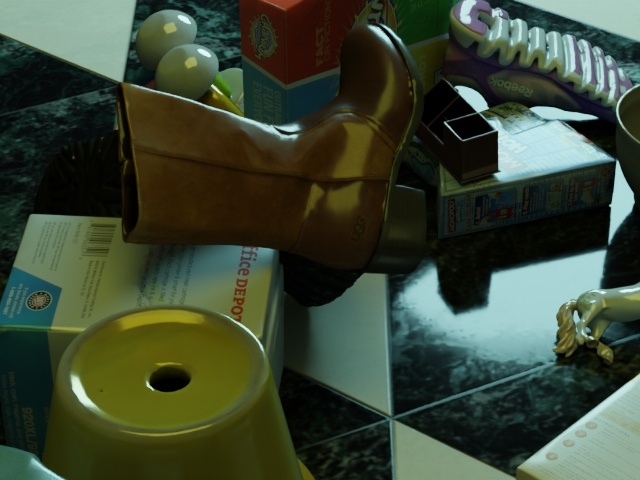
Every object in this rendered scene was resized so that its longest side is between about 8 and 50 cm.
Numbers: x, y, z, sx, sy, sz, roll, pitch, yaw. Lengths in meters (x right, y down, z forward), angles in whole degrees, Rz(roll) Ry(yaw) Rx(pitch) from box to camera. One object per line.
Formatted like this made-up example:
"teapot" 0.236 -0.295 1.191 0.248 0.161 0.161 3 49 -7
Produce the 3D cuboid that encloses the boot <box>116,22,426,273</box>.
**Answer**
"boot" -0.052 -0.099 1.726 0.280 0.096 0.264 9 68 -21

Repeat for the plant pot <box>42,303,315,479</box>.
"plant pot" -0.118 0.192 1.529 0.254 0.239 0.254 0 36 0

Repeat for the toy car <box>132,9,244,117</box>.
"toy car" -0.149 -0.149 2.112 0.136 0.159 0.182 -40 40 7

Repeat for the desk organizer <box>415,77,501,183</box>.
"desk organizer" 0.138 -0.116 2.017 0.047 0.050 0.130 -17 36 -18

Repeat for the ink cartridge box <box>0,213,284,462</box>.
"ink cartridge box" -0.154 0.094 1.724 0.233 0.168 0.171 3 36 4

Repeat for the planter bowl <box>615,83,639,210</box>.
"planter bowl" 0.381 -0.081 2.014 0.162 0.109 0.162 3 36 -2

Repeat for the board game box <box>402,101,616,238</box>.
"board game box" 0.177 -0.078 2.057 0.194 0.060 0.194 -20 40 -26

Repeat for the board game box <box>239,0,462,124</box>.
"board game box" 0.039 -0.215 2.097 0.064 0.242 0.316 25 44 31

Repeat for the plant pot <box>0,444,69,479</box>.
"plant pot" -0.278 0.325 1.295 0.341 0.341 0.334 13 29 18

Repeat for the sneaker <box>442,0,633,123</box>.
"sneaker" 0.238 -0.182 2.182 0.236 0.104 0.095 22 35 -7

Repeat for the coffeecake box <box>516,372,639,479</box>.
"coffeecake box" 0.279 0.205 1.651 0.142 0.068 0.185 29 45 35

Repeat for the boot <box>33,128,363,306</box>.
"boot" -0.114 -0.012 1.890 0.260 0.348 0.131 17 70 -30

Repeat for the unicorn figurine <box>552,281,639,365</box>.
"unicorn figurine" 0.303 0.067 1.852 0.162 0.060 0.111 2 36 3
